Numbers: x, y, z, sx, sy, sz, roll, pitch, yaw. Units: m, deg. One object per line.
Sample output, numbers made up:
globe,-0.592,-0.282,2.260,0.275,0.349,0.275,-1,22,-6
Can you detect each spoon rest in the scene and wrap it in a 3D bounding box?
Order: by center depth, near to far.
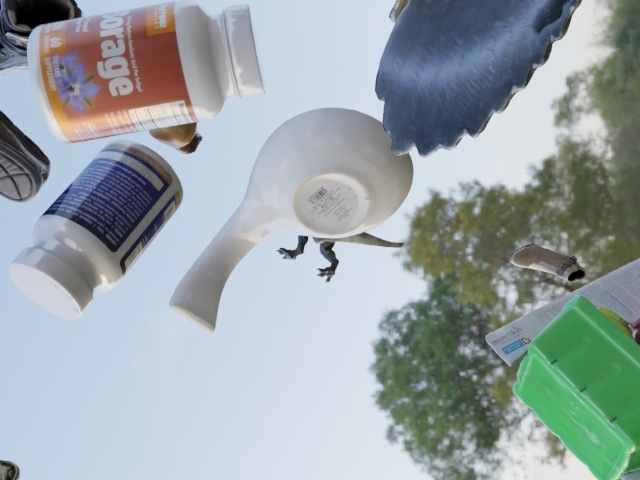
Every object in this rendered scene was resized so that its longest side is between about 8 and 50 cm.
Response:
spoon rest,-0.035,-0.022,0.768,0.137,0.276,0.084,37,-150,-26

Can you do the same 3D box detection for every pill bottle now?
pill bottle,-0.169,-0.173,0.824,0.121,0.216,0.121,170,90,-90
pill bottle,-0.337,-0.017,1.244,0.265,0.153,0.153,-58,-39,-35

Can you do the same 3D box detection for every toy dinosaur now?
toy dinosaur,0.000,0.000,1.434,0.118,0.268,0.064,-59,-25,-24

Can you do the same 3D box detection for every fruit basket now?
fruit basket,0.457,0.181,1.129,0.352,0.327,0.166,-17,-43,-31

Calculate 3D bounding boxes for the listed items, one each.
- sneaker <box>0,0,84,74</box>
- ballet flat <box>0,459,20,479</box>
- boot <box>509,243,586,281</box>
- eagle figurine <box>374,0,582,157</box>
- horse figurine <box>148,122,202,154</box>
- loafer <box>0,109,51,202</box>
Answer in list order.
sneaker,-0.383,-0.245,0.956,0.163,0.226,0.086,148,114,-83
ballet flat,-0.600,0.374,1.345,0.068,0.213,0.072,126,150,-47
boot,0.390,0.042,1.393,0.118,0.087,0.042,-8,-59,-32
eagle figurine,0.100,-0.226,0.453,0.226,0.225,0.299,-25,-60,-21
horse figurine,-0.249,-0.225,1.294,0.263,0.066,0.175,59,-144,-42
loafer,-0.556,-0.187,1.293,0.302,0.109,0.095,46,-153,-18
